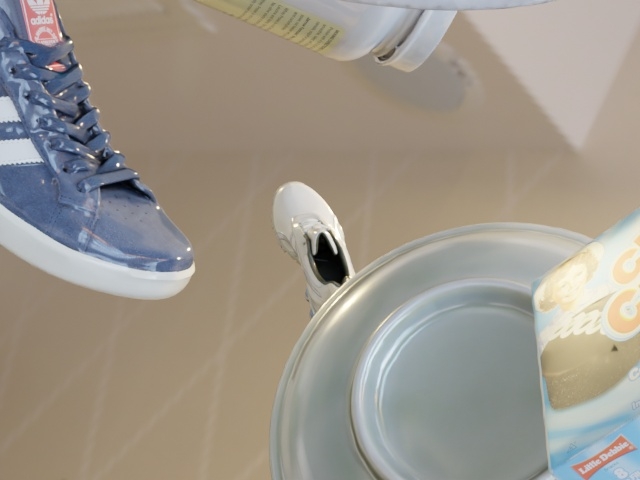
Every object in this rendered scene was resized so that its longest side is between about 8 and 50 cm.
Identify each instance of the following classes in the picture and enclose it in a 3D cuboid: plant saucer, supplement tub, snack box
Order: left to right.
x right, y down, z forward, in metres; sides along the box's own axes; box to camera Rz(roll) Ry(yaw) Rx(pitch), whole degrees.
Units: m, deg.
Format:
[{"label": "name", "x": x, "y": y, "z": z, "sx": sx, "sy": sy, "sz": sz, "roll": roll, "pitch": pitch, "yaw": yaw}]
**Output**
[{"label": "supplement tub", "x": -0.021, "y": -0.319, "z": 1.704, "sx": 0.325, "sy": 0.235, "sz": 0.235, "roll": 22, "pitch": -20, "yaw": -14}, {"label": "plant saucer", "x": 0.138, "y": 0.146, "z": 1.466, "sx": 0.401, "sy": 0.400, "sz": 0.100, "roll": 18, "pitch": -21, "yaw": 24}, {"label": "snack box", "x": 0.268, "y": 0.010, "z": 1.010, "sx": 0.322, "sy": 0.187, "sz": 0.060, "roll": -38, "pitch": -65, "yaw": 25}]

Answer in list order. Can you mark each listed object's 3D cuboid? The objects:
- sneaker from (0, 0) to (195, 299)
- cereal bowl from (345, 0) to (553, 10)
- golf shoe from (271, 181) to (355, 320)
[{"label": "sneaker", "x": -0.206, "y": -0.106, "z": 1.186, "sx": 0.350, "sy": 0.148, "sz": 0.131, "roll": 40, "pitch": 21, "yaw": 14}, {"label": "cereal bowl", "x": 0.057, "y": -0.284, "z": 1.141, "sx": 0.339, "sy": 0.339, "sz": 0.141, "roll": 19, "pitch": -56, "yaw": 22}, {"label": "golf shoe", "x": 0.000, "y": 0.000, "z": 1.707, "sx": 0.086, "sy": 0.069, "sz": 0.176, "roll": 94, "pitch": -24, "yaw": -57}]
